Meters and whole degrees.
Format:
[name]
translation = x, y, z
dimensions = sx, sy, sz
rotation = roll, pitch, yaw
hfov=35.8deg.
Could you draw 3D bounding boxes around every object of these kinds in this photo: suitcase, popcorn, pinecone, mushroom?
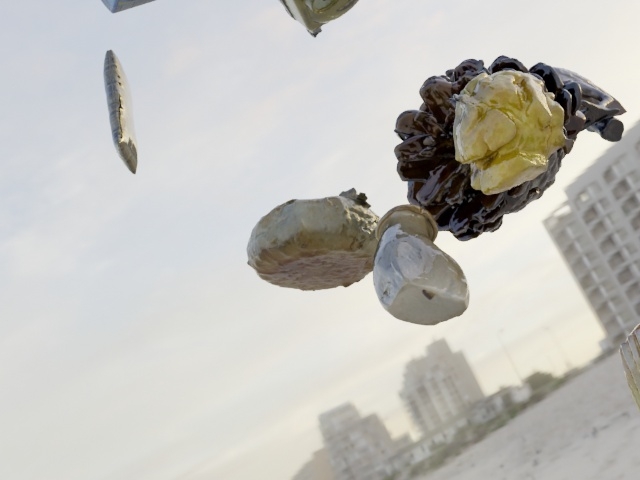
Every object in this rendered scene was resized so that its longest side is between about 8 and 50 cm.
[suitcase]
translation = 0.004, -0.498, 1.816
dimensions = 0.194, 0.143, 0.235
rotation = -42, -21, -1
[popcorn]
translation = 0.225, -0.135, 1.207
dimensions = 0.152, 0.167, 0.148
rotation = 16, -44, -6
[pinecone]
translation = 0.241, -0.147, 1.496
dimensions = 0.296, 0.242, 0.298
rotation = -11, -39, -57
[mushroom]
translation = 0.115, 0.033, 1.263
dimensions = 0.108, 0.096, 0.247
rotation = -47, 19, 14

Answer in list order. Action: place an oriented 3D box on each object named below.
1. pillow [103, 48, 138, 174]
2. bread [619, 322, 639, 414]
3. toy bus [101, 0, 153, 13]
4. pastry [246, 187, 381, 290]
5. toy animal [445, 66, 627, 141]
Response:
[pillow]
translation = -0.358, -0.229, 1.777
dimensions = 0.038, 0.203, 0.113
rotation = -11, -25, 1
[bread]
translation = 0.487, 0.125, 1.101
dimensions = 0.288, 0.156, 0.204
rotation = -27, -41, 22
[toy bus]
translation = -0.367, -0.561, 2.127
dimensions = 0.237, 0.079, 0.094
rotation = -29, -7, -39
[pastry]
translation = -0.006, 0.001, 1.691
dimensions = 0.257, 0.120, 0.236
rotation = -17, -25, 26
[toy animal]
translation = 0.405, -0.261, 1.747
dimensions = 0.195, 0.324, 0.090
rotation = -5, -63, -48
